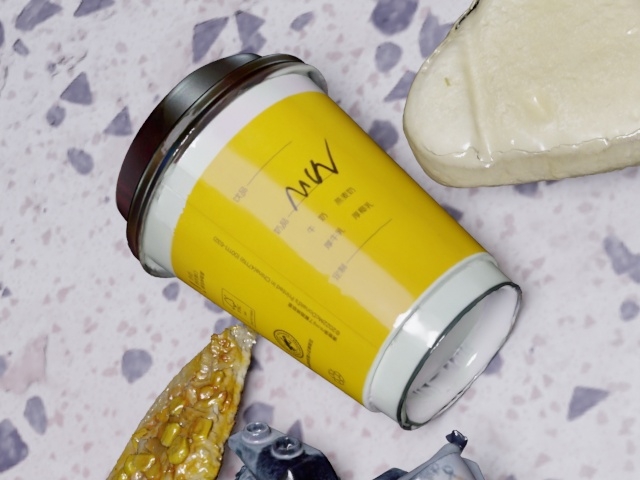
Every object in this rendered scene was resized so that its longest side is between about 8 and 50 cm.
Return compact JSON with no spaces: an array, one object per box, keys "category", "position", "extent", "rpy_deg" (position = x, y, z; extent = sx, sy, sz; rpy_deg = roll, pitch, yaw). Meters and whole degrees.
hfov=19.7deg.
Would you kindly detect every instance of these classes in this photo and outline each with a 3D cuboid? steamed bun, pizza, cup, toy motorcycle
[{"category":"steamed bun","position":[0.165,-0.112,1.328],"extent":[0.212,0.110,0.231],"rpy_deg":[-25,54,13]},{"category":"pizza","position":[-0.106,0.148,1.374],"extent":[0.178,0.041,0.131],"rpy_deg":[-47,24,15]},{"category":"cup","position":[0.000,0.000,1.331],"extent":[0.279,0.196,0.196],"rpy_deg":[38,91,22]},{"category":"toy motorcycle","position":[0.032,0.191,1.256],"extent":[0.270,0.106,0.159],"rpy_deg":[24,126,41]}]
